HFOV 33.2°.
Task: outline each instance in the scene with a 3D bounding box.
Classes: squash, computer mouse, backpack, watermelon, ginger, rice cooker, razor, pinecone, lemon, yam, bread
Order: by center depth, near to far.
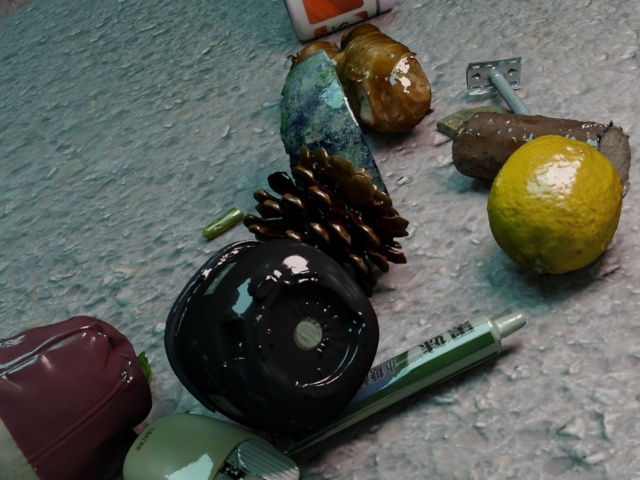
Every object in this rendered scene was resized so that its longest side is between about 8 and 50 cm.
[{"bbox_3d":[-0.148,0.306,1.414,0.236,0.082,0.145,18,49,23],"label":"computer mouse"},{"bbox_3d":[-0.065,0.128,1.440,0.267,0.267,0.224,-41,13,-26],"label":"rice cooker"},{"bbox_3d":[-0.398,0.238,1.500,0.317,0.283,0.197,-37,34,-21],"label":"backpack"},{"bbox_3d":[0.343,-0.050,1.578,0.192,0.192,0.231,6,59,34],"label":"lemon"},{"bbox_3d":[-0.009,-0.005,1.658,0.264,0.264,0.264,-14,35,10],"label":"pinecone"},{"bbox_3d":[0.361,-0.145,1.753,0.280,0.131,0.131,13,47,37],"label":"yam"},{"bbox_3d":[0.010,-0.167,1.889,0.148,0.318,0.226,-22,-6,6],"label":"watermelon"},{"bbox_3d":[0.345,-0.263,1.941,0.106,0.068,0.232,-9,31,-5],"label":"razor"},{"bbox_3d":[0.307,-0.210,1.949,0.112,0.036,0.193,-31,36,-16],"label":"bread"},{"bbox_3d":[-0.180,-0.030,1.967,0.083,0.027,0.027,-37,38,-20],"label":"squash"},{"bbox_3d":[0.069,-0.302,2.078,0.254,0.176,0.418,-29,31,-5],"label":"ginger"}]

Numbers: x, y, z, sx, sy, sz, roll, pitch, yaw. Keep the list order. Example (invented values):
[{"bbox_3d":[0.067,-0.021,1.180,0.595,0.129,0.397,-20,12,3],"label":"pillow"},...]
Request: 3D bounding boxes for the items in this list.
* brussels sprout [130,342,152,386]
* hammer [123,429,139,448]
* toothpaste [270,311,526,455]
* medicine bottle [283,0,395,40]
[{"bbox_3d":[-0.350,0.225,1.663,0.181,0.100,0.139,-15,54,-10],"label":"brussels sprout"},{"bbox_3d":[-0.233,0.316,1.533,0.103,0.029,0.246,-35,36,-18],"label":"hammer"},{"bbox_3d":[0.108,0.191,1.488,0.392,0.061,0.099,-26,20,-2],"label":"toothpaste"},{"bbox_3d":[0.019,-0.609,2.444,0.241,0.252,0.252,-21,35,2],"label":"medicine bottle"}]
